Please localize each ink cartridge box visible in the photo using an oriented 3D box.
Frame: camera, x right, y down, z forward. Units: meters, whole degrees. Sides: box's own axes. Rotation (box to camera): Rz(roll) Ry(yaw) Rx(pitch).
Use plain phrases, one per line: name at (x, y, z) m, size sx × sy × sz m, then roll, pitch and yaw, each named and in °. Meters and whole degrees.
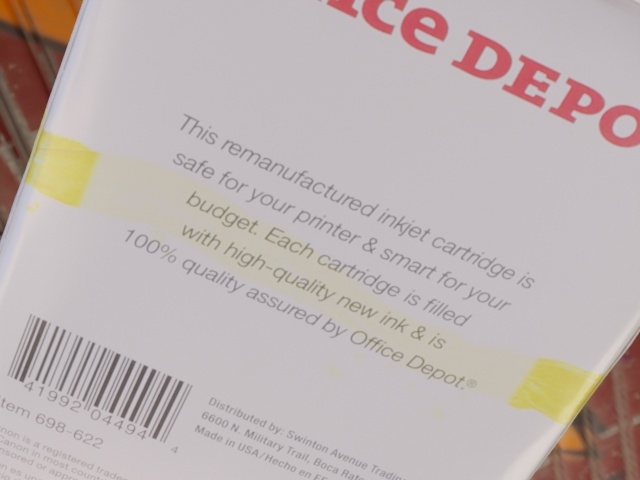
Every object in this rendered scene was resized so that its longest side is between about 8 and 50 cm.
ink cartridge box at (0.000, 0.000, 0.523) m, size 0.160 × 0.279 × 0.384 m, roll -78°, pitch 14°, yaw -62°
